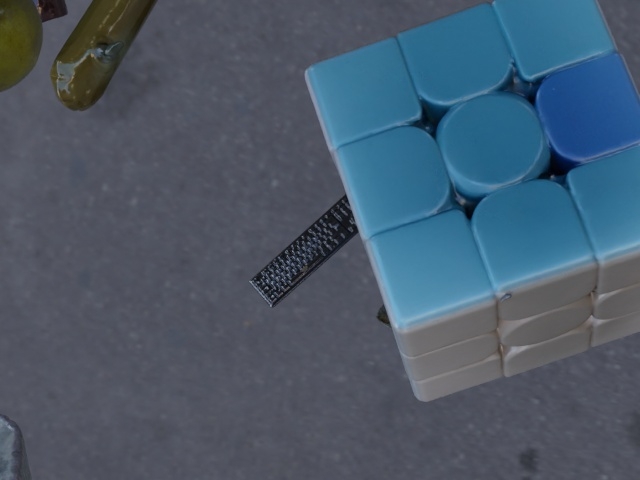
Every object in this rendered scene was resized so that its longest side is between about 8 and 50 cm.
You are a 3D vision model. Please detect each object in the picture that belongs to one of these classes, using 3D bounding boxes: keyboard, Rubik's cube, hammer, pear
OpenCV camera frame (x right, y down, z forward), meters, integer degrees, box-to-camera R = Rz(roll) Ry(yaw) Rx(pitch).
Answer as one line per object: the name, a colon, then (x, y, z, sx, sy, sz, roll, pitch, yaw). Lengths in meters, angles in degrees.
keyboard: (0.000, 0.000, 1.778, 0.198, 0.010, 0.063, -42, 44, -2)
Rubik's cube: (0.179, -0.042, 1.458, 0.292, 0.291, 0.290, -18, 69, 3)
hammer: (-0.143, -0.232, 1.218, 0.113, 0.202, 0.305, 4, 54, 34)
pear: (-0.355, -0.231, 1.557, 0.141, 0.141, 0.104, 31, 68, 37)

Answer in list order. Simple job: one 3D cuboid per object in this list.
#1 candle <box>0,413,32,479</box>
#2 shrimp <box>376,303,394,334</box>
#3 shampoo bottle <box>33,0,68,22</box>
candle: (-0.333, 0.243, 1.333, 0.168, 0.192, 0.068, 22, 133, 35)
shrimp: (0.118, 0.095, 1.934, 0.091, 0.161, 0.034, 14, 108, -5)
shampoo bottle: (-0.389, -0.400, 1.912, 0.068, 0.067, 0.236, -14, 104, 8)
